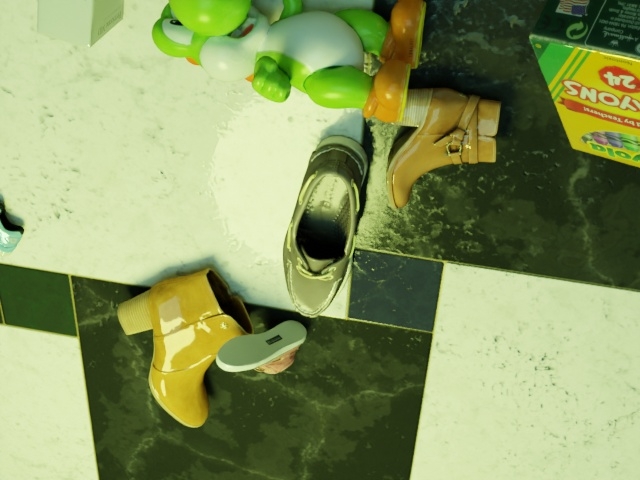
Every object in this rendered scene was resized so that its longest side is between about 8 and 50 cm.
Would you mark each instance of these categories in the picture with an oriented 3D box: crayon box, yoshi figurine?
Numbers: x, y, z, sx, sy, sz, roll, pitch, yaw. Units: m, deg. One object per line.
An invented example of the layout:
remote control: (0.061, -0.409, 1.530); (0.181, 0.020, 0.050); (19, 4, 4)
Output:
crayon box: (0.383, -0.162, 1.028); (0.202, 0.081, 0.318); (22, 169, 33)
yoshi figurine: (-0.052, -0.278, 1.138); (0.362, 0.203, 0.203); (12, 109, 8)

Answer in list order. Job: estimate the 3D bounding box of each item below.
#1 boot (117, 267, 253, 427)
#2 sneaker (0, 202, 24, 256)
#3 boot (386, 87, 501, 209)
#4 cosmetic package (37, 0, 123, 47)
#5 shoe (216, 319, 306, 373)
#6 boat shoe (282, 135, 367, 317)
boot: (-0.204, 0.195, 1.534); (0.211, 0.104, 0.295); (-17, 114, 23)
sneaker: (-0.572, -0.050, 1.493); (0.073, 0.063, 0.162); (-40, 113, 13)
boot: (0.173, -0.122, 1.252); (0.152, 0.073, 0.197); (6, 127, 4)
cosmetic package: (-0.310, -0.386, 1.157); (0.085, 0.117, 0.231); (15, 127, 4)
shoe: (-0.104, 0.198, 1.484); (0.063, 0.178, 0.081); (46, 135, 28)
boat shoe: (0.000, 0.000, 1.357); (0.116, 0.097, 0.324); (16, 126, 2)
